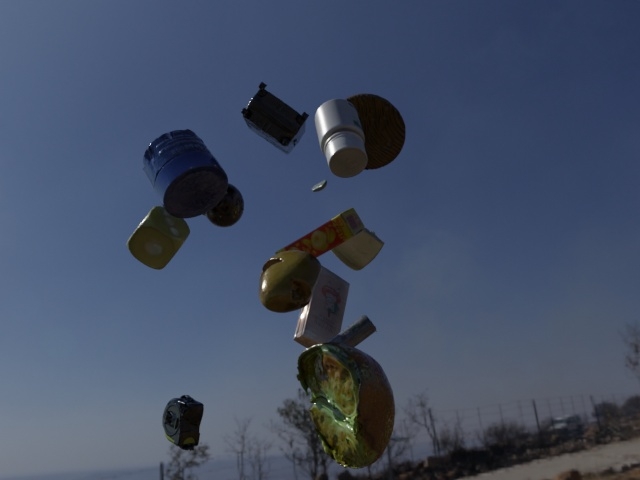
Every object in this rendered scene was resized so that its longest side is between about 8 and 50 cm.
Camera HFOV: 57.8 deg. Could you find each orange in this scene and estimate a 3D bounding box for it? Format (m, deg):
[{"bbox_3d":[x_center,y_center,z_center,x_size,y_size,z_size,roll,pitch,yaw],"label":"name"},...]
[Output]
[{"bbox_3d":[0.068,0.404,1.489,0.262,0.335,0.196,-2,25,42],"label":"orange"}]

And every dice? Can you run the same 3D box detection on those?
[{"bbox_3d":[-0.594,-0.012,2.134,0.166,0.169,0.169,38,-67,-14],"label":"dice"}]

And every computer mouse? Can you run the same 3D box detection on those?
[{"bbox_3d":[-0.003,-0.284,3.093,0.110,0.056,0.032,-23,-60,38],"label":"computer mouse"}]

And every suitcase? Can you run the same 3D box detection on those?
[{"bbox_3d":[-0.177,-0.477,2.332,0.229,0.152,0.335,36,0,-3],"label":"suitcase"}]

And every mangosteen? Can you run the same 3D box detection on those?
[{"bbox_3d":[-0.429,-0.151,2.411,0.217,0.192,0.192,8,-16,17],"label":"mangosteen"}]

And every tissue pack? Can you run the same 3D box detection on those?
[{"bbox_3d":[0.011,0.266,2.200,0.170,0.325,0.071,36,-44,-24],"label":"tissue pack"}]

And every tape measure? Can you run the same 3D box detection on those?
[{"bbox_3d":[-0.550,0.712,2.281,0.112,0.199,0.186,18,-11,-39],"label":"tape measure"}]

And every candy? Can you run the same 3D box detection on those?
[{"bbox_3d":[0.000,0.000,1.917,0.276,0.088,0.146,-31,1,25],"label":"candy"}]

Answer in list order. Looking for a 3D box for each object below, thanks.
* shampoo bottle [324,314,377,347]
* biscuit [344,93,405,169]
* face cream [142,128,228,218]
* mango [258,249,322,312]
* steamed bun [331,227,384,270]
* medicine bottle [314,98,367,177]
[{"bbox_3d":[0.074,0.319,1.825,0.214,0.072,0.072,-34,-14,-15],"label":"shampoo bottle"},{"bbox_3d":[0.179,-0.423,2.285,0.318,0.040,0.318,6,-56,9],"label":"biscuit"},{"bbox_3d":[-0.487,-0.239,2.063,0.249,0.225,0.249,-28,-31,-19],"label":"face cream"},{"bbox_3d":[-0.085,0.110,1.552,0.167,0.130,0.262,5,21,5],"label":"mango"},{"bbox_3d":[0.137,0.003,2.588,0.225,0.200,0.170,43,-7,-24],"label":"steamed bun"},{"bbox_3d":[0.064,-0.306,1.736,0.139,0.237,0.139,-7,-43,-7],"label":"medicine bottle"}]
